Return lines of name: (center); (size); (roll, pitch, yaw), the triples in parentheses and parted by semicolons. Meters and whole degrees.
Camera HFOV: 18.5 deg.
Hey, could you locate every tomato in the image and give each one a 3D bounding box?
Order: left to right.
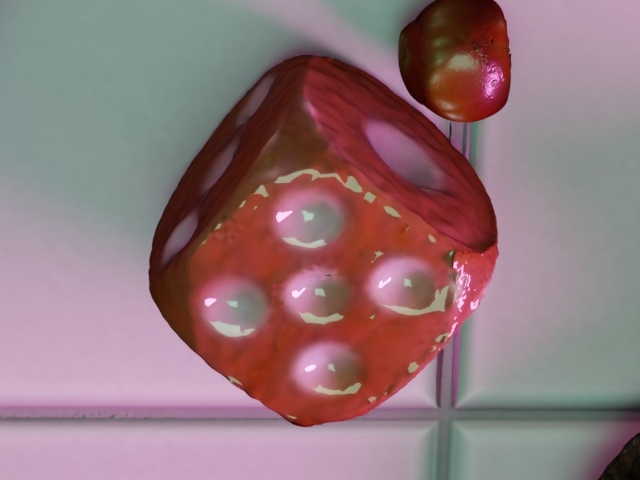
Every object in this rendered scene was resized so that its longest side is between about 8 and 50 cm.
tomato: (0.088, -0.118, 1.280); (0.075, 0.087, 0.087); (-4, 115, 3)

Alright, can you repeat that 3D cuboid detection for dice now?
dice: (0.000, 0.000, 1.289); (0.175, 0.174, 0.179); (33, 115, -16)

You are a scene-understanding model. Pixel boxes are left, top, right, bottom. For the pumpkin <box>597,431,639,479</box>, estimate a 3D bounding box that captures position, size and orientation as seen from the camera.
pumpkin: (0.298, 0.233, 1.406); (0.238, 0.159, 0.238); (-1, 111, -3)
